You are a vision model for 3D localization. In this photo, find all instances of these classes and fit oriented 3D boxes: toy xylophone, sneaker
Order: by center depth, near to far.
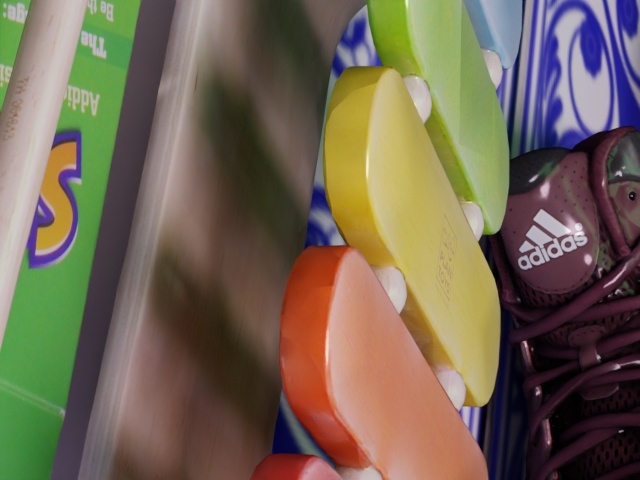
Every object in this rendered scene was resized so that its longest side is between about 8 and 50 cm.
[{"bbox_3d":[0.000,0.000,0.443,0.236,0.081,0.322,46,47,-67],"label":"toy xylophone"},{"bbox_3d":[0.088,0.058,0.631,0.162,0.106,0.281,62,26,-26],"label":"sneaker"}]

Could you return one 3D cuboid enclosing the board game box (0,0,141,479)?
[{"bbox_3d":[-0.084,-0.079,0.393,0.124,0.039,0.259,37,52,-53],"label":"board game box"}]
